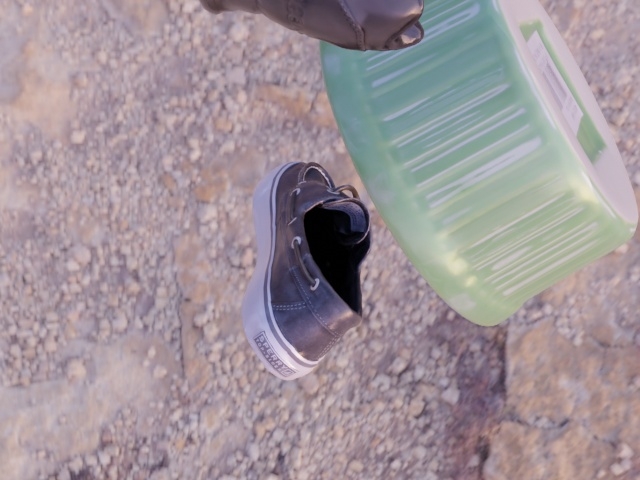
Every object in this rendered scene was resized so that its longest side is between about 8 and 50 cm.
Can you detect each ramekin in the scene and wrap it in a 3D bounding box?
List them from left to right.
[{"bbox_3d":[0.143,-0.094,1.005,0.148,0.303,0.303,-28,63,22],"label":"ramekin"}]

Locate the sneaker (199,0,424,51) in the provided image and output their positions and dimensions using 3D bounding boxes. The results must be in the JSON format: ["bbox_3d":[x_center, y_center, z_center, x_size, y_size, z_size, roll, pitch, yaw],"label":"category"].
[{"bbox_3d":[0.054,-0.212,0.563,0.130,0.109,0.286,26,85,13],"label":"sneaker"}]

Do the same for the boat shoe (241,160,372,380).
[{"bbox_3d":[0.000,0.000,0.782,0.080,0.076,0.228,49,21,-17],"label":"boat shoe"}]
